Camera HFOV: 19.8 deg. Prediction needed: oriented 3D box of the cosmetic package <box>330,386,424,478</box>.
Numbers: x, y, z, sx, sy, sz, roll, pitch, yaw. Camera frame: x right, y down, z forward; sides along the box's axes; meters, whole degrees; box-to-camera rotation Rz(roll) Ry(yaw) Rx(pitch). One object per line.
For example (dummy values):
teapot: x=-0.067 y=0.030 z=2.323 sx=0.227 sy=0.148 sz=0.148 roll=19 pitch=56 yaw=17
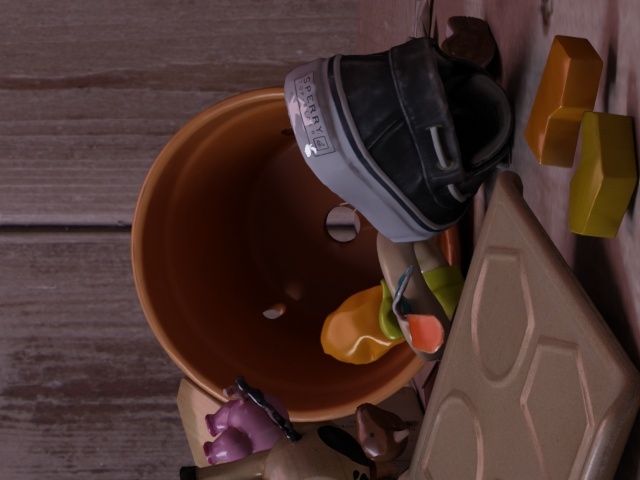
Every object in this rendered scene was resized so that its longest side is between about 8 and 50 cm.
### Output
cosmetic package: x=0.033 y=0.240 z=1.897 sx=0.309 sy=0.160 sz=0.113 roll=-110 pitch=21 yaw=-80

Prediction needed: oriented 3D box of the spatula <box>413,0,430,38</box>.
spatula: x=0.102 y=-0.173 z=1.950 sx=0.242 sy=0.019 sz=0.168 roll=93 pitch=176 yaw=-47

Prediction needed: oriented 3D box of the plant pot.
plant pot: x=0.000 y=0.000 z=1.653 sx=0.203 sy=0.291 sz=0.291 roll=-29 pitch=-59 yaw=-73

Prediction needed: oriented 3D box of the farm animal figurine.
farm animal figurine: x=0.055 y=0.234 z=1.230 sx=0.330 sy=0.172 sz=0.327 roll=15 pitch=-123 yaw=-78

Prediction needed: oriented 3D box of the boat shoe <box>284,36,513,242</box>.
boat shoe: x=0.081 y=-0.070 z=1.302 sx=0.335 sy=0.119 sz=0.121 roll=7 pitch=-111 yaw=-73

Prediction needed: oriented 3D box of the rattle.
rattle: x=0.042 y=0.063 z=1.431 sx=0.200 sy=0.143 sz=0.130 roll=-65 pitch=-38 yaw=-67

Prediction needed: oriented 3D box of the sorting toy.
sorting toy: x=0.120 y=0.064 z=0.961 sx=0.229 sy=0.041 sz=0.307 roll=-109 pitch=28 yaw=-57

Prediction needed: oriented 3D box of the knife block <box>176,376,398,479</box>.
knife block: x=0.006 y=0.215 z=1.628 sx=0.242 sy=0.088 sz=0.276 roll=-30 pitch=74 yaw=43

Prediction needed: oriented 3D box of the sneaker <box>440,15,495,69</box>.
sneaker: x=0.110 y=-0.127 z=1.411 sx=0.118 sy=0.042 sz=0.067 roll=-75 pitch=-9 yaw=-67

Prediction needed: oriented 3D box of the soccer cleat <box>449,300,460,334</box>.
soccer cleat: x=0.118 y=0.092 z=1.099 sx=0.072 sy=0.060 sz=0.179 roll=106 pitch=161 yaw=-45

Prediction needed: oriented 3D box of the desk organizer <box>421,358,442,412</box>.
desk organizer: x=0.108 y=0.126 z=1.412 sx=0.130 sy=0.047 sz=0.050 roll=98 pitch=169 yaw=-76
